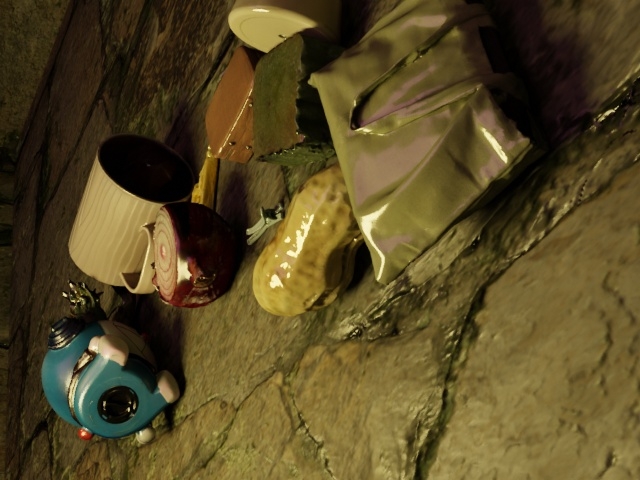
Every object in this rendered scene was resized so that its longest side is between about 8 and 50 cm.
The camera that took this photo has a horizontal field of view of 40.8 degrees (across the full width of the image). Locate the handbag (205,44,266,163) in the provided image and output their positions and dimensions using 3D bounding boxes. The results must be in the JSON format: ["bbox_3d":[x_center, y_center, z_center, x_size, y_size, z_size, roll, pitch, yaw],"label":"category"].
[{"bbox_3d":[-0.140,-0.250,1.553,0.193,0.072,0.151,-57,36,38],"label":"handbag"}]

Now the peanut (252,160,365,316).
[{"bbox_3d":[0.000,0.000,1.173,0.290,0.130,0.130,-60,35,34],"label":"peanut"}]

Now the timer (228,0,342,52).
[{"bbox_3d":[-0.027,-0.435,1.334,0.175,0.175,0.266,-4,70,60],"label":"timer"}]

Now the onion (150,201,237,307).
[{"bbox_3d":[-0.215,0.035,1.531,0.218,0.139,0.195,26,108,60],"label":"onion"}]

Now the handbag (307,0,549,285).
[{"bbox_3d":[0.111,-0.144,0.994,0.253,0.109,0.316,-35,53,30],"label":"handbag"}]

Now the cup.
[{"bbox_3d":[-0.383,-0.042,1.821,0.288,0.208,0.273,42,125,16],"label":"cup"}]

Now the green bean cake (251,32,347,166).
[{"bbox_3d":[-0.030,-0.209,1.318,0.173,0.094,0.181,-8,78,61],"label":"green bean cake"}]

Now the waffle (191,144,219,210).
[{"bbox_3d":[-0.239,-0.113,1.737,0.125,0.032,0.191,-20,61,61],"label":"waffle"}]

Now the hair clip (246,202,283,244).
[{"bbox_3d":[-0.104,-0.029,1.457,0.115,0.039,0.030,-42,41,51],"label":"hair clip"}]

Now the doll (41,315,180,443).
[{"bbox_3d":[-0.441,0.283,1.758,0.240,0.284,0.310,-38,23,-12],"label":"doll"}]

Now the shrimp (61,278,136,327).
[{"bbox_3d":[-0.473,0.154,1.926,0.075,0.178,0.289,15,137,26],"label":"shrimp"}]
